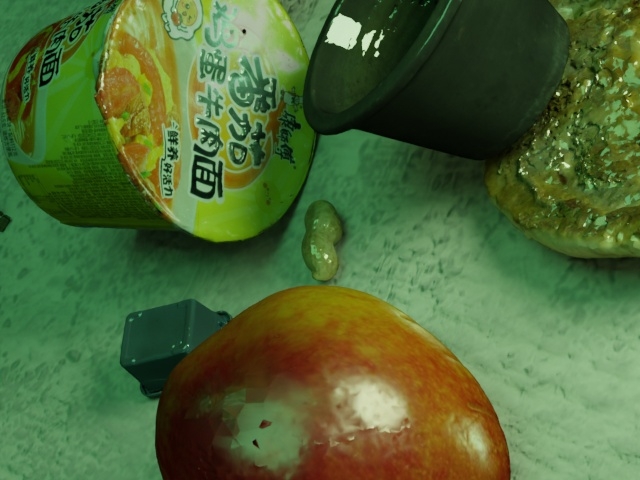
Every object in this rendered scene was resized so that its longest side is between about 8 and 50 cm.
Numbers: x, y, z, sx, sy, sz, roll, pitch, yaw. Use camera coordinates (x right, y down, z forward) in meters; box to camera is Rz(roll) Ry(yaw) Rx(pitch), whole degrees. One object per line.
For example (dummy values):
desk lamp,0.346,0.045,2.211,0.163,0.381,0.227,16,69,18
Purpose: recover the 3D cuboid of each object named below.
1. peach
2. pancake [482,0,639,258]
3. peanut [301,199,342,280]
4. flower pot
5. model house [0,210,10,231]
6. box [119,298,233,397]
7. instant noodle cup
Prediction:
peach,0.007,0.173,1.443,0.274,0.245,0.249,34,112,36
pancake,0.276,-0.134,1.523,0.356,0.065,0.356,-21,48,25
peanut,0.000,0.000,1.667,0.037,0.037,0.083,-15,57,29
flower pot,0.110,-0.162,1.551,0.235,0.148,0.235,-46,28,33
model house,-0.374,-0.008,1.942,0.057,0.058,0.083,25,78,44
box,-0.134,0.095,1.691,0.099,0.054,0.074,-15,55,29
instant noodle cup,-0.159,-0.121,1.735,0.200,0.264,0.264,-6,57,46
